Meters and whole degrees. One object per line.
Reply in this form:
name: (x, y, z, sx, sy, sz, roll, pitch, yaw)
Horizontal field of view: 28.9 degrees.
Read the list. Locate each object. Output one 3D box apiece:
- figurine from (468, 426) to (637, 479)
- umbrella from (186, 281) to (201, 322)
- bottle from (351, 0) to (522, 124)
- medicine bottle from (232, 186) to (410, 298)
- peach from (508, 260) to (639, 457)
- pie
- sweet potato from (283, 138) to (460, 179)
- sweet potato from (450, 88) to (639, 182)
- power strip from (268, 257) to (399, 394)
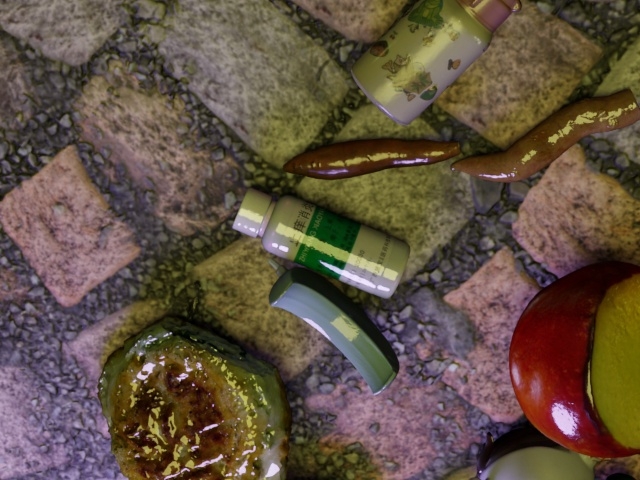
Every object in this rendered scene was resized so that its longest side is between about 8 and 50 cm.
figurine: (0.392, 0.409, 1.910, 0.370, 0.167, 0.281, 25, 124, -8)
umbrella: (-0.207, 0.133, 1.957, 0.022, 0.022, 0.148, 31, 117, 41)
bottle: (0.167, -0.285, 1.718, 0.120, 0.120, 0.253, 43, 107, -9)
medicine bottle: (0.000, 0.000, 1.848, 0.260, 0.095, 0.095, 21, 110, -1)
peach: (0.394, 0.160, 1.782, 0.245, 0.248, 0.274, 7, 102, 28)
pie: (-0.199, 0.285, 1.942, 0.355, 0.103, 0.288, 28, 109, 11)
sweet potato: (0.073, -0.124, 1.817, 0.265, 0.057, 0.057, -8, 108, 9)
sweet potato: (0.322, -0.140, 1.780, 0.281, 0.059, 0.067, -27, 95, 13)
power strip: (0.013, 0.117, 1.847, 0.253, 0.167, 0.054, 41, 102, -4)
